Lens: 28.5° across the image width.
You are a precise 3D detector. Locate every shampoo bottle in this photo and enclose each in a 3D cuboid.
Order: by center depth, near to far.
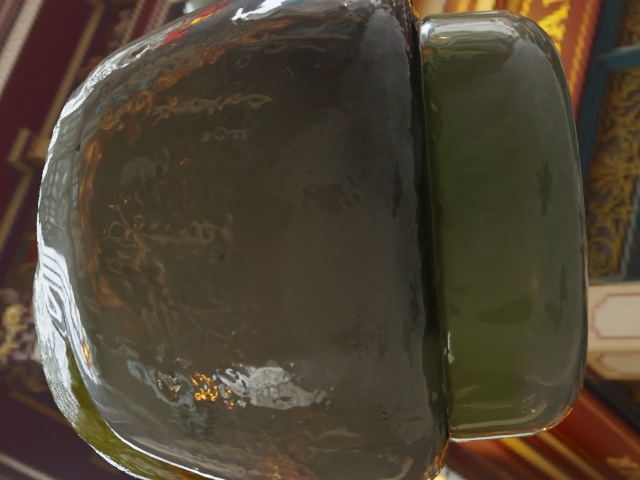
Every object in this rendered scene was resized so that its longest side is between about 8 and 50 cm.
[{"bbox_3d":[0.000,0.000,0.790,0.322,0.317,0.322,-7,-90,-83],"label":"shampoo bottle"}]

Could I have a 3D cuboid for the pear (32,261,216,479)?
[{"bbox_3d":[-0.124,0.071,1.306,0.391,0.391,0.391,6,-98,-50],"label":"pear"}]
